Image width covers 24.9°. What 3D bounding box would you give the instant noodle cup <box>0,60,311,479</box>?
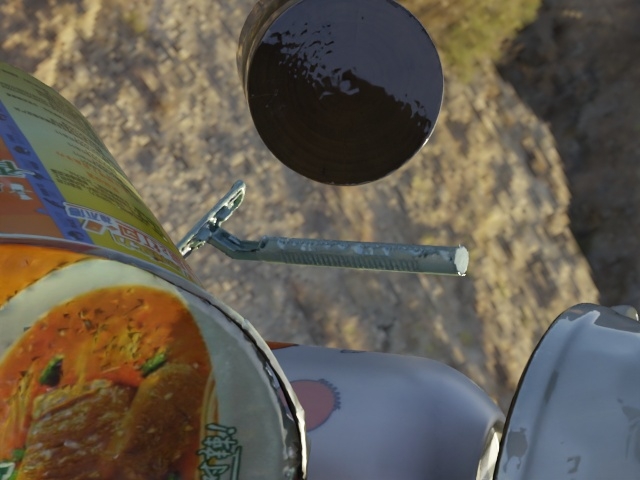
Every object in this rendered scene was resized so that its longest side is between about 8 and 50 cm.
[{"bbox_3d":[-0.177,0.058,0.629,0.296,0.296,0.214,32,17,-39],"label":"instant noodle cup"}]

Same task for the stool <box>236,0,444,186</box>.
[{"bbox_3d":[0.011,-0.164,1.407,0.179,0.179,0.264,51,5,-14],"label":"stool"}]

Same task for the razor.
[{"bbox_3d":[0.002,0.006,0.934,0.084,0.211,0.036,-49,135,-38],"label":"razor"}]

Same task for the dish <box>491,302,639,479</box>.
[{"bbox_3d":[0.191,0.174,0.819,0.303,0.120,0.303,-17,109,-61],"label":"dish"}]

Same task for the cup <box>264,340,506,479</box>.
[{"bbox_3d":[-0.047,0.163,0.915,0.212,0.317,0.212,2,90,-72],"label":"cup"}]
